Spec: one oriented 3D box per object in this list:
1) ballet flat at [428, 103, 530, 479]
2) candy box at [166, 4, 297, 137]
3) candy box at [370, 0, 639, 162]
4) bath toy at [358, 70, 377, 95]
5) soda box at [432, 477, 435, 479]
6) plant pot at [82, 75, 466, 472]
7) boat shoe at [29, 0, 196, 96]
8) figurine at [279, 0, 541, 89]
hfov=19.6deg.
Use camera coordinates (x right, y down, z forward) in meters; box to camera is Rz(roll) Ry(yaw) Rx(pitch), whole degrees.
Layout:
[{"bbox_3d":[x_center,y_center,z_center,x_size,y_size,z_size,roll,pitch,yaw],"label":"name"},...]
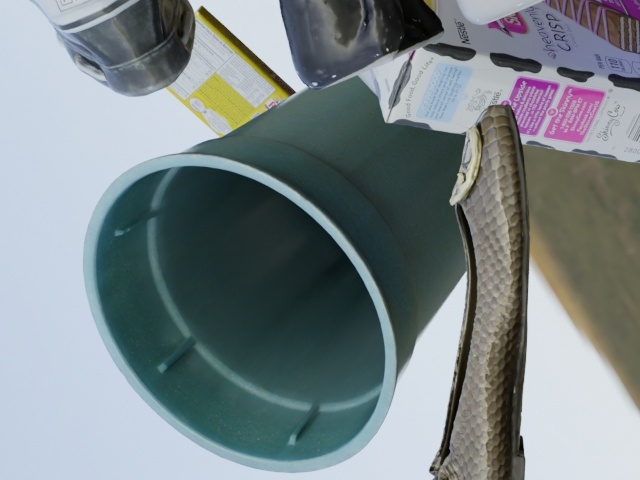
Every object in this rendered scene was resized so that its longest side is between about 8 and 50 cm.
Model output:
[{"bbox_3d":[0.085,0.050,1.017,0.084,0.058,0.249,-41,-48,-83],"label":"ballet flat"},{"bbox_3d":[-0.097,-0.168,2.134,0.206,0.105,0.027,42,-151,-14],"label":"candy box"},{"bbox_3d":[0.149,-0.138,1.312,0.233,0.071,0.159,7,-142,-18],"label":"candy box"},{"bbox_3d":[0.138,-0.164,1.515,0.348,0.151,0.129,-8,-111,-53],"label":"bath toy"},{"bbox_3d":[0.108,0.274,1.646,0.067,0.071,0.210,16,-159,13],"label":"soda box"},{"bbox_3d":[0.000,0.000,1.845,0.341,0.341,0.334,56,-138,-7],"label":"plant pot"},{"bbox_3d":[-0.157,-0.172,1.352,0.335,0.121,0.119,-105,-9,-72],"label":"boat shoe"},{"bbox_3d":[0.038,-0.210,1.004,0.092,0.215,0.209,-27,-83,-42],"label":"figurine"}]
